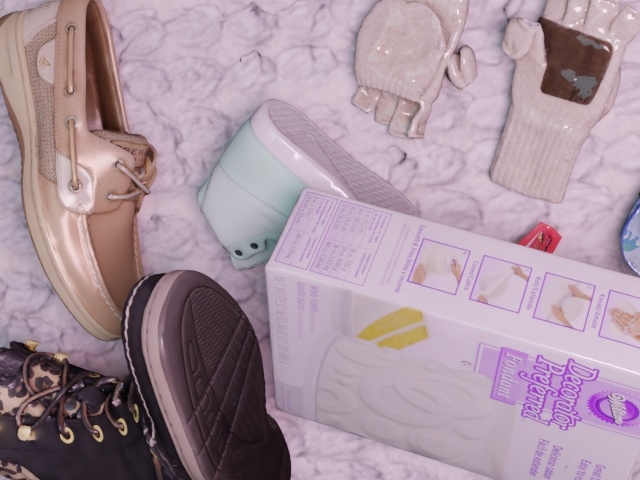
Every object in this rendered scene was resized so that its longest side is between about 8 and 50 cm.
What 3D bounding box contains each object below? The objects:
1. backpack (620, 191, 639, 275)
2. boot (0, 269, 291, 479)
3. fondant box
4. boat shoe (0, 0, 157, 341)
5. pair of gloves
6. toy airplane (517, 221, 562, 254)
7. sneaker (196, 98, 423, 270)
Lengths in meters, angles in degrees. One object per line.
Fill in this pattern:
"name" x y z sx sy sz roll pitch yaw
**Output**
"backpack" 0.322 -0.011 0.986 0.105 0.084 0.114 37 107 10
"boot" -0.192 0.152 1.044 0.284 0.377 0.138 8 56 19
"fondant box" 0.123 0.101 0.981 0.330 0.096 0.238 15 144 12
"boat shoe" -0.223 -0.072 1.102 0.110 0.121 0.341 -15 92 17
"pair of gloves" 0.149 -0.163 1.019 0.240 0.042 0.204 28 113 11
"toy airplane" 0.195 0.058 1.057 0.151 0.028 0.151 2 99 15
"sneaker" 0.000 -0.001 1.078 0.256 0.094 0.151 44 123 -4
